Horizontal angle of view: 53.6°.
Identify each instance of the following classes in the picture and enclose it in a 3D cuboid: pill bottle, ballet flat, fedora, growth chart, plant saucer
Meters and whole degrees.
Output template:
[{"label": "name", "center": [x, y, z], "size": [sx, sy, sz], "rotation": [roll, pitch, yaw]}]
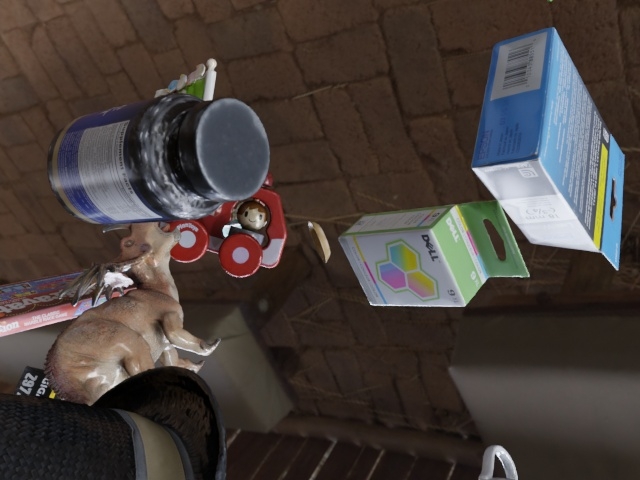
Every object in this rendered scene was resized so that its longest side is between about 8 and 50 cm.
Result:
[{"label": "pill bottle", "center": [-0.162, -0.079, 0.633], "size": [0.219, 0.123, 0.122], "rotation": [-2, 123, 37]}, {"label": "ballet flat", "center": [-0.226, -0.057, 1.686], "size": [0.241, 0.077, 0.091], "rotation": [-9, 154, 41]}, {"label": "fedora", "center": [-0.202, 0.179, 0.367], "size": [0.152, 0.333, 0.334], "rotation": [40, 141, -25]}, {"label": "growth chart", "center": [-0.261, -0.207, 1.098], "size": [0.237, 0.171, 0.021], "rotation": [-19, 154, 37]}, {"label": "plant saucer", "center": [0.000, 0.000, 1.165], "size": [0.083, 0.015, 0.083], "rotation": [158, 90, -82]}]

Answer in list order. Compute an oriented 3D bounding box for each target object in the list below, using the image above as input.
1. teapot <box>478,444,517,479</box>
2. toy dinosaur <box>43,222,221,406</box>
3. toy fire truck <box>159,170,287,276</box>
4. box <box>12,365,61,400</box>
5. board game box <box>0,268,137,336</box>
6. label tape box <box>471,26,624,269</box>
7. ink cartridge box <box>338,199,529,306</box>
[{"label": "teapot", "center": [0.356, 0.558, 1.176], "size": [0.253, 0.255, 0.187], "rotation": [31, -175, 39]}, {"label": "toy dinosaur", "center": [-0.230, 0.103, 0.707], "size": [0.200, 0.295, 0.127], "rotation": [38, 120, -1]}, {"label": "toy fire truck", "center": [-0.220, -0.061, 1.476], "size": [0.303, 0.253, 0.169], "rotation": [16, -178, -7]}, {"label": "box", "center": [-0.529, 0.410, 1.206], "size": [0.080, 0.257, 0.322], "rotation": [12, 151, 3]}, {"label": "board game box", "center": [-0.420, 0.090, 0.895], "size": [0.145, 0.281, 0.027], "rotation": [15, 108, 39]}, {"label": "label tape box", "center": [0.373, -0.126, 1.005], "size": [0.106, 0.240, 0.334], "rotation": [-7, 146, 40]}, {"label": "ink cartridge box", "center": [0.130, 0.020, 0.769], "size": [0.209, 0.062, 0.108], "rotation": [-5, 119, 48]}]
